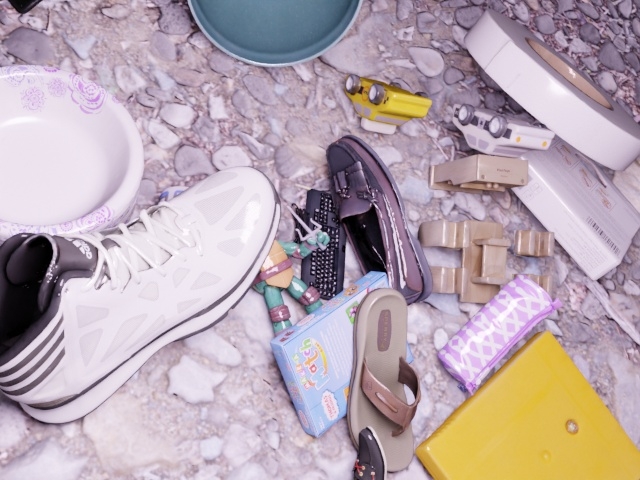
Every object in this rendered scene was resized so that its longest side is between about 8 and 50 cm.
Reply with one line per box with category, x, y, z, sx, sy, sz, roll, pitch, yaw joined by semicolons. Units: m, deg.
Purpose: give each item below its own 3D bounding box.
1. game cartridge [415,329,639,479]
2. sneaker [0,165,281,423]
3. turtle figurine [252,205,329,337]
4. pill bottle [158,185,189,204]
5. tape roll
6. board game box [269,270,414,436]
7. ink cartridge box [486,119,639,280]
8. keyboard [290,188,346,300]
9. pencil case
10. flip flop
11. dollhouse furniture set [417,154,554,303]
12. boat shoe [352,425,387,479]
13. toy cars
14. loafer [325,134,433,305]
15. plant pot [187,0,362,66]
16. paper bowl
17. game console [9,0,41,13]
game cartridge;0.339;0.343;1.334;0.324;0.053;0.285;-35;87;-30
sneaker;-0.230;0.032;1.062;0.169;0.257;0.447;40;74;20
turtle figurine;-0.065;0.041;1.282;0.175;0.118;0.234;-29;93;-15
pill bottle;-0.213;-0.005;1.264;0.078;0.078;0.137;15;61;-15
tape roll;0.431;-0.279;1.552;0.392;0.072;0.392;32;25;-17
board game box;0.037;0.166;1.265;0.211;0.039;0.160;-33;114;-32
ink cartridge box;0.467;-0.093;1.598;0.296;0.066;0.261;50;35;6
keyboard;0.000;0.000;1.375;0.100;0.038;0.192;12;61;-17
pencil case;0.278;0.147;1.342;0.206;0.088;0.086;-46;125;-2
flip flop;0.105;0.208;1.242;0.112;0.080;0.276;-3;96;-35
dollhouse furniture set;0.267;-0.014;1.461;0.212;0.161;0.242;5;86;-20
boat shoe;0.069;0.328;1.209;0.042;0.049;0.133;-13;109;-21
toy cars;0.201;-0.201;1.447;0.394;0.087;0.176;19;17;21
loafer;0.079;-0.031;1.372;0.095;0.109;0.302;-20;80;-38
plant pot;-0.080;-0.474;1.451;0.293;0.293;0.196;14;35;-16
paper bowl;-0.396;-0.092;1.183;0.284;0.148;0.284;8;60;-14
game console;-0.478;-0.438;1.403;0.107;0.071;0.122;-40;84;-2
